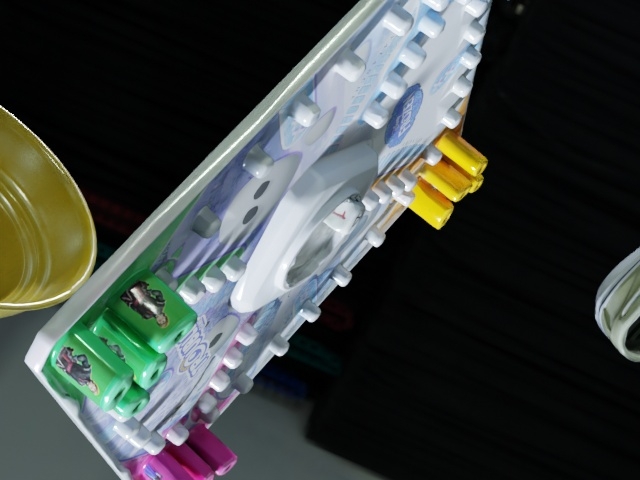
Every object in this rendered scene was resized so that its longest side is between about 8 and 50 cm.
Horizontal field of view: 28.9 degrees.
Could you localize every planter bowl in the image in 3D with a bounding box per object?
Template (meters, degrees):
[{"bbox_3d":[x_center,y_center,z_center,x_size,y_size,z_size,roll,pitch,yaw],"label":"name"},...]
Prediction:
[{"bbox_3d":[-0.255,-0.013,0.770,0.090,0.217,0.217,-47,7,24],"label":"planter bowl"}]

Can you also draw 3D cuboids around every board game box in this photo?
[{"bbox_3d":[0.000,0.000,0.819,0.390,0.050,0.390,-48,-14,-16],"label":"board game box"}]

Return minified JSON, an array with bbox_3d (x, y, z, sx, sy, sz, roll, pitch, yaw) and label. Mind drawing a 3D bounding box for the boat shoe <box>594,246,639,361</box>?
[{"bbox_3d":[0.372,-0.003,1.103,0.302,0.109,0.094,-50,15,19],"label":"boat shoe"}]
